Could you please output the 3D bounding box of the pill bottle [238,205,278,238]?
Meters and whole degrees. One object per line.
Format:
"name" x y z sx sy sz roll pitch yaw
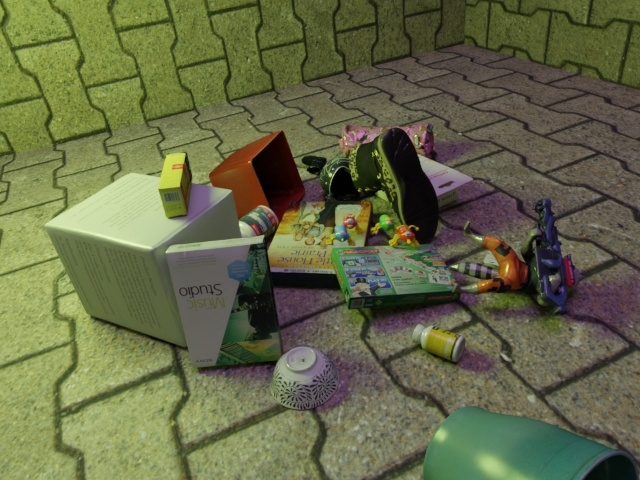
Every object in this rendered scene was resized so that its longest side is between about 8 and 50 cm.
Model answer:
"pill bottle" -0.235 -0.031 1.687 0.108 0.107 0.180 16 41 31

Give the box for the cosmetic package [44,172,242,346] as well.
"cosmetic package" -0.470 0.039 1.433 0.394 0.329 0.327 12 37 25

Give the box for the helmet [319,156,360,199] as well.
"helmet" 0.079 -0.235 1.881 0.162 0.169 0.169 11 36 1

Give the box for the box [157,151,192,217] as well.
"box" -0.384 -0.155 1.336 0.058 0.087 0.232 -8 31 -5

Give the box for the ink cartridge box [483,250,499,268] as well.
"ink cartridge box" 0.516 0.056 1.483 0.048 0.028 0.083 14 39 29

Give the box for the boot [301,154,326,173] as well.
"boot" -0.035 -0.320 2.133 0.121 0.045 0.099 5 39 16

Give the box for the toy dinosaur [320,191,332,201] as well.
"toy dinosaur" 0.018 -0.146 1.831 0.090 0.082 0.047 18 54 -27

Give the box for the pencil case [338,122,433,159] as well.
"pencil case" 0.278 -0.412 2.109 0.387 0.167 0.160 4 71 16

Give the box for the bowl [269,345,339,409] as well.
"bowl" -0.042 0.304 1.184 0.170 0.080 0.170 -5 33 3

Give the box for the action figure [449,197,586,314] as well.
"action figure" 0.536 0.048 1.349 0.331 0.178 0.341 15 60 3

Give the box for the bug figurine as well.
"bug figurine" 0.151 -0.035 1.509 0.279 0.072 0.216 0 18 -5

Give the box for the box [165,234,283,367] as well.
"box" -0.226 0.155 1.222 0.233 0.321 0.058 -6 21 3

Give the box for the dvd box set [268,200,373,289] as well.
"dvd box set" 0.000 0.000 1.635 0.308 0.062 0.420 2 35 12

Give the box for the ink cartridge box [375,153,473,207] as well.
"ink cartridge box" 0.353 -0.200 1.810 0.207 0.119 0.353 -24 36 -23

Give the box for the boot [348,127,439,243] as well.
"boot" 0.232 -0.176 1.666 0.138 0.377 0.284 -29 15 -17

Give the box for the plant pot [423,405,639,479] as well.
"plant pot" 0.318 0.407 0.819 0.272 0.271 0.255 -28 25 -27

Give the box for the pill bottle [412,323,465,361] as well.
"pill bottle" 0.286 0.245 1.218 0.116 0.065 0.065 16 41 31

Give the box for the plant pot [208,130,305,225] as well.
"plant pot" -0.245 -0.217 1.855 0.236 0.267 0.267 -4 32 28

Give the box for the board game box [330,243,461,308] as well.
"board game box" 0.206 0.094 1.408 0.318 0.046 0.213 -2 36 -12
